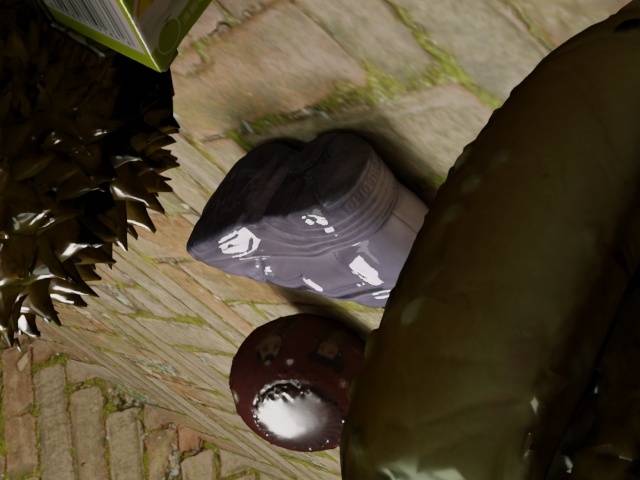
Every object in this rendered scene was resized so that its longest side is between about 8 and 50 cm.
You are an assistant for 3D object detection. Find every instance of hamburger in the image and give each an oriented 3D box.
[{"bbox_3d":[0.173,0.054,0.444,0.195,0.276,0.318,14,155,39],"label":"hamburger"}]

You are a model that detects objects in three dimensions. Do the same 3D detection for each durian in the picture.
[{"bbox_3d":[-0.261,-0.085,0.785,0.348,0.347,0.384,37,161,-15],"label":"durian"}]

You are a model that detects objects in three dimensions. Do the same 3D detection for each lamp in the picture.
[{"bbox_3d":[-0.014,0.141,1.330,0.157,0.135,0.157,1,128,7],"label":"lamp"}]

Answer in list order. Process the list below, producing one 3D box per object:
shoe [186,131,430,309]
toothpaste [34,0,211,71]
[{"bbox_3d":[0.000,0.000,0.939,0.137,0.095,0.245,42,155,-21],"label":"shoe"},{"bbox_3d":[-0.110,-0.204,0.520,0.077,0.110,0.327,28,163,23],"label":"toothpaste"}]
